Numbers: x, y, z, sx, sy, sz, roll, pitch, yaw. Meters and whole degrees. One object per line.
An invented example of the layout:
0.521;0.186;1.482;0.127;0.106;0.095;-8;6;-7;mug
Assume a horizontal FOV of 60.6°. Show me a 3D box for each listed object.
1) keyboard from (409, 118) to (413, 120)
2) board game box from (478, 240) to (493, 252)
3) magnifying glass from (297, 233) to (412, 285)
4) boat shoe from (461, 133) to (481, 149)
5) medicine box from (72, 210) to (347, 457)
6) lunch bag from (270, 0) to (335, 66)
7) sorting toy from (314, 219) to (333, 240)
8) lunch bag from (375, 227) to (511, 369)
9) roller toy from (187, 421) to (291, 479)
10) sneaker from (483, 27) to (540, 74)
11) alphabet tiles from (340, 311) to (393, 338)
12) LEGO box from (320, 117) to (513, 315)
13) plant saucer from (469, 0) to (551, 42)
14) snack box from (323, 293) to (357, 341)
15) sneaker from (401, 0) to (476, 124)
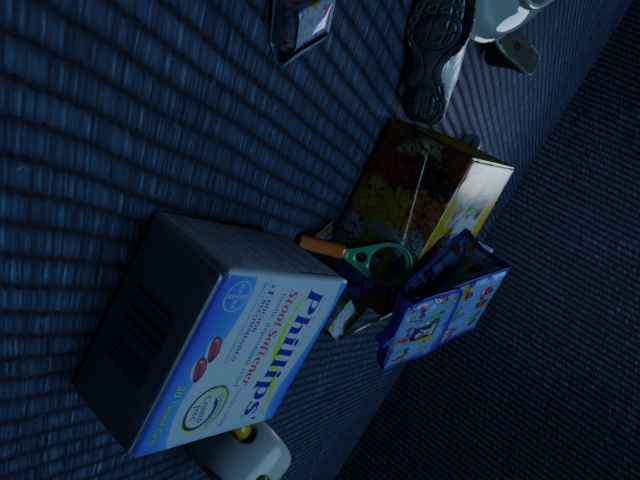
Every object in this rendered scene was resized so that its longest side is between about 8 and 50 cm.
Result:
0.245;-0.343;1.164;0.108;0.023;0.180;-21;140;-47;keyboard
0.452;0.016;1.836;0.160;0.211;0.039;-31;147;-48;board game box
0.069;0.028;1.060;0.026;0.231;0.092;-107;-147;-69;magnifying glass
0.410;-0.206;1.614;0.226;0.083;0.076;-53;157;-13;boat shoe
-0.138;0.124;0.768;0.289;0.149;0.263;12;110;-58;medicine box
-0.022;-0.260;0.668;0.071;0.053;0.083;-41;162;-32;lunch bag
0.000;0.000;1.120;0.083;0.012;0.062;-41;154;-36;sorting toy
0.224;0.138;1.151;0.293;0.138;0.221;-25;146;-32;lunch bag
-0.163;0.431;1.125;0.146;0.209;0.191;-44;-170;-29;roller toy
0.414;-0.467;1.292;0.222;0.118;0.083;32;88;-39;sneaker
0.212;0.207;1.602;0.343;0.011;0.285;-23;170;-22;alphabet tiles
0.253;-0.062;1.325;0.500;0.193;0.372;-9;129;-62;LEGO box
0.410;-0.557;1.030;0.400;0.100;0.400;-34;146;-27;plant saucer
0.049;0.209;1.476;0.100;0.037;0.141;-53;158;-13;snack box
0.219;-0.361;1.005;0.297;0.111;0.129;98;19;-53;sneaker
